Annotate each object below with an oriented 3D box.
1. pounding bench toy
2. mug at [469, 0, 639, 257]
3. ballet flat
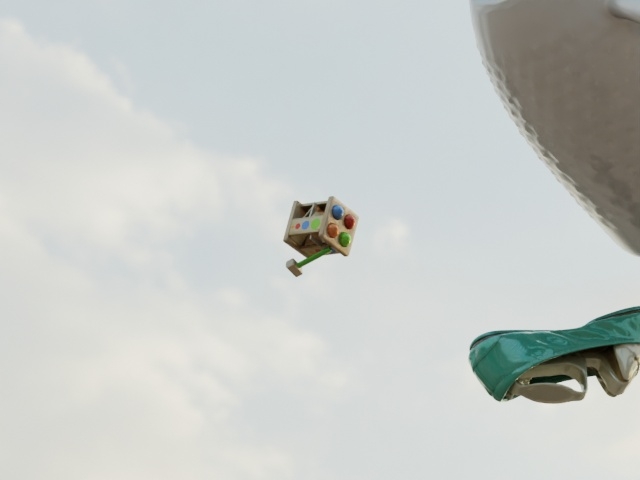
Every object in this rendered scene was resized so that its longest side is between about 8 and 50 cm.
[{"bbox_3d":[0.000,0.000,1.887,0.065,0.083,0.052,-6,-31,40],"label":"pounding bench toy"},{"bbox_3d":[0.335,-0.178,1.692,0.328,0.276,0.374,45,-6,-23],"label":"mug"},{"bbox_3d":[0.275,0.129,1.758,0.247,0.087,0.083,-8,-32,-19],"label":"ballet flat"}]
